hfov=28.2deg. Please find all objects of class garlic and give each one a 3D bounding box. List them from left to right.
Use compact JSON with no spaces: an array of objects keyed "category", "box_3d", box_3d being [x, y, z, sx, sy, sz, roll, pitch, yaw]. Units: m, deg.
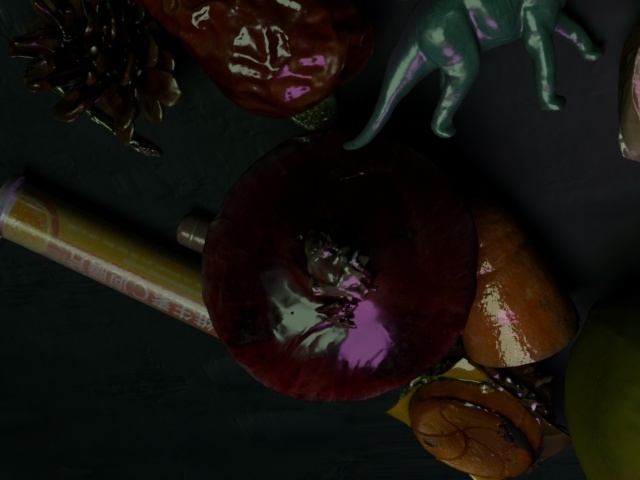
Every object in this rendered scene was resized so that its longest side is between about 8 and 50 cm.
[{"category":"garlic","box_3d":[0.377,-0.174,1.438,0.087,0.101,0.196,11,132,12]}]

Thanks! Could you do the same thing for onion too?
[{"category":"onion","box_3d":[0.024,0.037,1.529,0.347,0.285,0.348,0,93,2]}]

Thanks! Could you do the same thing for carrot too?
[{"category":"carrot","box_3d":[0.232,0.033,1.667,0.159,0.159,0.225,-11,110,33]}]

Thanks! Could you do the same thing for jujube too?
[{"category":"jujube","box_3d":[-0.105,-0.290,1.523,0.342,0.216,0.216,39,135,13]}]

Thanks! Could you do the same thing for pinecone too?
[{"category":"pinecone","box_3d":[-0.298,-0.242,1.658,0.202,0.201,0.229,-44,70,18]}]

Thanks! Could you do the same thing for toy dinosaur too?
[{"category":"toy dinosaur","box_3d":[0.161,-0.294,1.390,0.383,0.129,0.331,-18,120,4]}]

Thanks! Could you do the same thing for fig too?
[{"category":"fig","box_3d":[0.456,0.218,1.583,0.343,0.343,0.343,14,131,16]}]

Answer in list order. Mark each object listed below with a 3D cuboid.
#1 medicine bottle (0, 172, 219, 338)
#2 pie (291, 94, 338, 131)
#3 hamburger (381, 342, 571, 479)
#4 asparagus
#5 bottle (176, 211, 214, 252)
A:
[{"category":"medicine bottle","box_3d":[-0.296,0.031,1.944,0.426,0.108,0.108,24,133,5]},{"category":"pie","box_3d":[-0.011,-0.181,1.682,0.084,0.021,0.084,15,129,19]},{"category":"hamburger","box_3d":[0.233,0.234,1.812,0.243,0.139,0.261,39,142,-14]},{"category":"asparagus","box_3d":[-0.328,-0.184,1.838,0.233,0.023,0.022,35,178,-3]},{"category":"bottle","box_3d":[-0.141,0.004,1.876,0.140,0.053,0.053,21,133,10]}]
